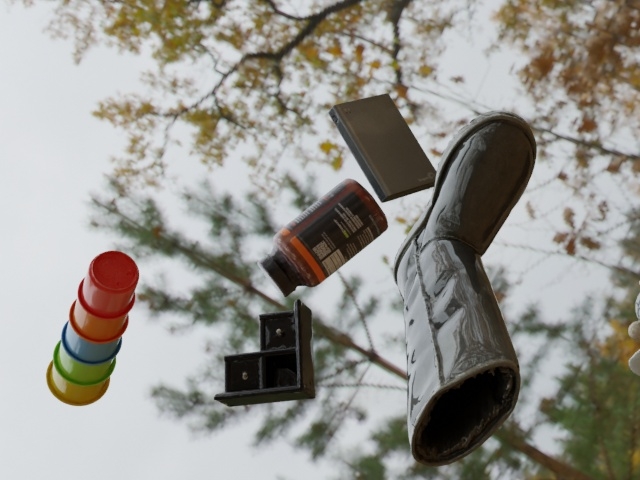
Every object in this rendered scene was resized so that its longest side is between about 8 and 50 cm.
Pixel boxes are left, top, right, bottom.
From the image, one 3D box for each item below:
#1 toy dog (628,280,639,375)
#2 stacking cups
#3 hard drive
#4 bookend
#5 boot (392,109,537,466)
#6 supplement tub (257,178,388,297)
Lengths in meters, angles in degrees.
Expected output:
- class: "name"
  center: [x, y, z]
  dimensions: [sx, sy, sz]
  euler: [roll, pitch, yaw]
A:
- class: "toy dog"
  center: [0.517, 0.214, 1.327]
  dimensions: [0.161, 0.333, 0.220]
  euler: [-41, -1, 6]
- class: "stacking cups"
  center: [-0.313, 0.116, 1.294]
  dimensions: [0.096, 0.096, 0.316]
  euler: [-38, -15, -37]
- class: "hard drive"
  center: [0.079, -0.115, 1.170]
  dimensions: [0.094, 0.135, 0.022]
  euler: [-18, -18, -37]
- class: "bookend"
  center: [-0.094, 0.191, 1.602]
  dimensions: [0.072, 0.156, 0.157]
  euler: [50, -145, -64]
- class: "boot"
  center: [0.106, 0.026, 0.668]
  dimensions: [0.208, 0.076, 0.189]
  euler: [-79, 10, -62]
- class: "supplement tub"
  center: [0.000, 0.000, 1.460]
  dimensions: [0.198, 0.106, 0.106]
  euler: [-38, -31, -8]
